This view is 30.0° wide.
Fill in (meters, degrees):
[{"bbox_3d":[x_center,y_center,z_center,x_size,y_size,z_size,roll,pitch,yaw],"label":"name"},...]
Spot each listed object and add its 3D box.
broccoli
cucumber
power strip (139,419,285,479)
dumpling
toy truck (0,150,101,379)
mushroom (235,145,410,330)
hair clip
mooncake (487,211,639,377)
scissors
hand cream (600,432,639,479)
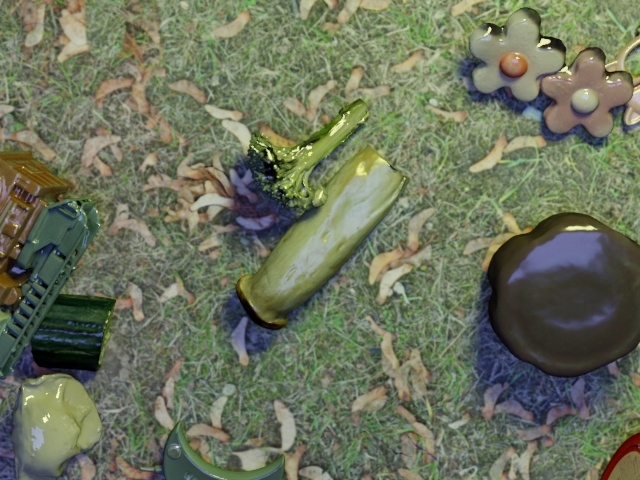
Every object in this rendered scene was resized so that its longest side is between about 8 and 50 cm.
[{"bbox_3d":[-0.012,-0.132,1.726,0.204,0.122,0.118,-36,130,-13],"label":"broccoli"},{"bbox_3d":[-0.370,0.142,1.786,0.115,0.062,0.116,6,99,2],"label":"cucumber"},{"bbox_3d":[-0.169,0.359,1.834,0.216,0.044,0.137,17,100,-4],"label":"power strip"},{"bbox_3d":[-0.397,0.289,1.804,0.134,0.100,0.169,1,77,-36],"label":"dumpling"},{"bbox_3d":[-0.463,0.052,1.715,0.184,0.133,0.338,31,99,7],"label":"toy truck"},{"bbox_3d":[0.000,0.000,1.754,0.100,0.081,0.312,41,96,-12],"label":"mushroom"},{"bbox_3d":[0.327,-0.238,1.717,0.257,0.075,0.146,31,118,-6],"label":"hair clip"},{"bbox_3d":[0.362,0.077,1.744,0.245,0.133,0.245,0,100,-1],"label":"mooncake"},{"bbox_3d":[0.564,-0.283,1.737,0.317,0.024,0.160,-29,99,4],"label":"scissors"},{"bbox_3d":[0.498,0.391,1.775,0.125,0.193,0.193,26,99,-4],"label":"hand cream"}]
